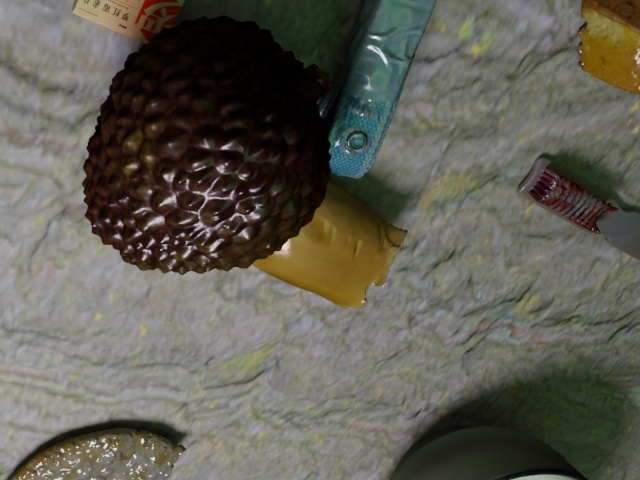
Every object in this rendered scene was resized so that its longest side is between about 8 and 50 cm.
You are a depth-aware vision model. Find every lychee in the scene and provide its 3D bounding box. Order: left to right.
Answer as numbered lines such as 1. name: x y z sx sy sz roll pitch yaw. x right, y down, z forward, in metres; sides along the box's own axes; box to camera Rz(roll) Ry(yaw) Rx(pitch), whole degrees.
1. lychee: -0.106 -0.082 0.774 0.271 0.236 0.236 -38 127 18

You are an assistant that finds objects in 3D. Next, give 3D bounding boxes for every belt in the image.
1. belt: 0.063 -0.206 0.853 0.072 0.087 0.302 16 114 -15

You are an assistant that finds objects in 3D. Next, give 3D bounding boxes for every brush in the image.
1. brush: 0.399 -0.025 1.120 0.321 0.050 0.060 22 107 -32

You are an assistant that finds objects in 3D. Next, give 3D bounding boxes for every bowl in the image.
1. bowl: 0.223 0.410 1.240 0.353 0.185 0.354 -10 124 -15

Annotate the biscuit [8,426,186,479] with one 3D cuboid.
1. biscuit: -0.320 0.314 1.061 0.289 0.038 0.141 -27 126 -5

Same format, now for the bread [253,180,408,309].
1. bread: 0.000 0.001 0.956 0.173 0.085 0.134 23 110 -32

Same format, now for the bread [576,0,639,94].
1. bread: 0.424 -0.238 0.945 0.228 0.139 0.143 -12 132 -12

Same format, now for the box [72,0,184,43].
1. box: -0.183 -0.227 0.784 0.093 0.015 0.058 19 111 -29
